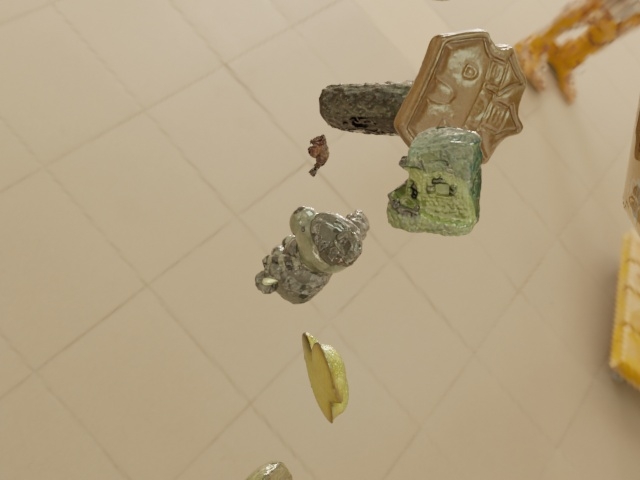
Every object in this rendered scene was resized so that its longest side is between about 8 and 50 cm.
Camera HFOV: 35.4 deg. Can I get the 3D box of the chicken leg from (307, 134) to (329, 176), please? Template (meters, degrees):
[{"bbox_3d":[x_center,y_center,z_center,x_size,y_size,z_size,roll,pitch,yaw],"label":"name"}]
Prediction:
[{"bbox_3d":[-0.001,-0.125,1.449,0.036,0.083,0.021,-38,66,-22],"label":"chicken leg"}]

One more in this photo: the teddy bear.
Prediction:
[{"bbox_3d":[-0.001,0.001,1.869,0.144,0.251,0.171,48,41,0],"label":"teddy bear"}]

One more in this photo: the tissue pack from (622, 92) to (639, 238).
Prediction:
[{"bbox_3d":[0.412,-0.107,0.870,0.239,0.305,0.238,-2,39,2],"label":"tissue pack"}]

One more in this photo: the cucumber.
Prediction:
[{"bbox_3d":[0.069,-0.177,1.395,0.062,0.211,0.078,-37,116,-32],"label":"cucumber"}]

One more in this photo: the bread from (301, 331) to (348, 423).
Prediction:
[{"bbox_3d":[0.015,0.238,1.882,0.065,0.149,0.187,-12,44,-13],"label":"bread"}]

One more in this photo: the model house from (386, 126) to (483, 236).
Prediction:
[{"bbox_3d":[0.099,-0.054,0.872,0.079,0.083,0.066,10,35,22],"label":"model house"}]

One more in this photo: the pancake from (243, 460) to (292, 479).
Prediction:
[{"bbox_3d":[-0.125,0.382,1.288,0.050,0.241,0.242,30,37,23],"label":"pancake"}]

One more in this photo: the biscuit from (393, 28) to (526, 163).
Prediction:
[{"bbox_3d":[0.196,-0.172,1.291,0.215,0.182,0.034,14,16,-42],"label":"biscuit"}]
